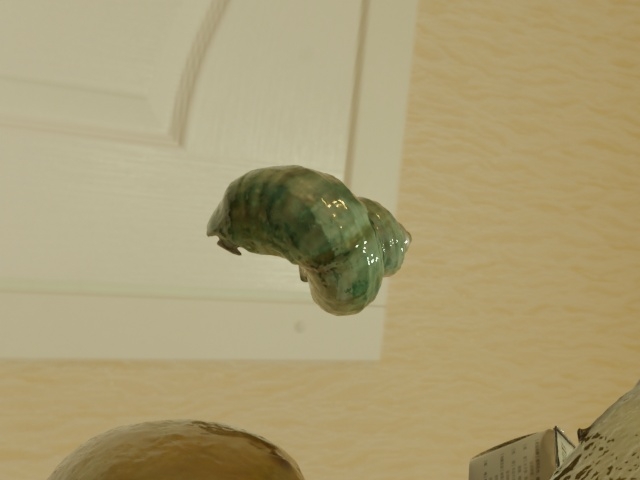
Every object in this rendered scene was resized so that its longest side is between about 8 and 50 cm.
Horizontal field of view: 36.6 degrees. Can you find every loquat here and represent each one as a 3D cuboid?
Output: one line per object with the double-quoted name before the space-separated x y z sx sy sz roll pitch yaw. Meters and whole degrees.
"loquat" -0.118 0.273 0.737 0.284 0.275 0.276 113 -27 -72

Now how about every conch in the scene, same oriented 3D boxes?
"conch" 0.000 0.000 1.254 0.220 0.277 0.196 180 -91 -68

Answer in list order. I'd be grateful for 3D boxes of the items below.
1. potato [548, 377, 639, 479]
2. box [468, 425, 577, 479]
"potato" 0.305 0.233 0.743 0.211 0.189 0.264 50 -6 3
"box" 0.281 0.418 1.187 0.145 0.173 0.333 -31 -154 29
